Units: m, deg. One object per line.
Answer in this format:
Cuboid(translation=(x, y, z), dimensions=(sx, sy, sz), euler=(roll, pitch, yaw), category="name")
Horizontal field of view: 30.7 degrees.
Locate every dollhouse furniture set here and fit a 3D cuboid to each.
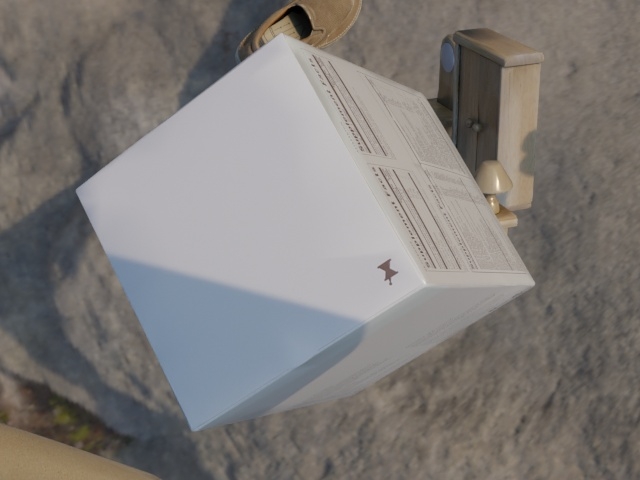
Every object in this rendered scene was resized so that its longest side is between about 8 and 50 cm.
Cuboid(translation=(0.034, -0.111, 1.202), dimensions=(0.303, 0.355, 0.174), euler=(-134, 40, -59), category="dollhouse furniture set")

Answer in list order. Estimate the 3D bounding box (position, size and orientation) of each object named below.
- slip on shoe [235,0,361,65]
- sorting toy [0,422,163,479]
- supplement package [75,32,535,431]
Cuboid(translation=(-0.013, -0.185, 0.985), dimensions=(0.051, 0.135, 0.041), euler=(55, 155, 3), category="slip on shoe")
Cuboid(translation=(-0.164, 0.242, 0.698), dimensions=(0.041, 0.307, 0.229), euler=(14, 76, 28), category="sorting toy")
Cuboid(translation=(0.000, 0.000, 0.883), dimensions=(0.199, 0.262, 0.198), euler=(-34, 75, 20), category="supplement package")
